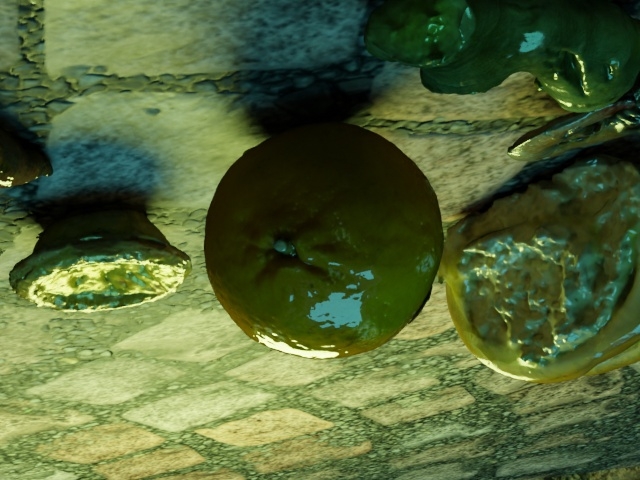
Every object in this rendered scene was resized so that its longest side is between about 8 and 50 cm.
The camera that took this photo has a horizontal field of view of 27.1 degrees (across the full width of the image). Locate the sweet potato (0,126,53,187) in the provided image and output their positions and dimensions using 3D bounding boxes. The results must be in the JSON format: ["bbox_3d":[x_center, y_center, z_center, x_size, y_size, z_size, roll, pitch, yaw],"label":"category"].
[{"bbox_3d":[-0.283,-0.075,1.096,0.068,0.068,0.226,-14,172,8],"label":"sweet potato"}]

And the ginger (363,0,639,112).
[{"bbox_3d":[0.158,-0.157,1.070,0.290,0.089,0.137,-4,146,-34],"label":"ginger"}]

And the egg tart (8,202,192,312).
[{"bbox_3d":[-0.222,0.018,1.335,0.191,0.074,0.191,-10,160,-4],"label":"egg tart"}]

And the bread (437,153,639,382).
[{"bbox_3d":[0.312,0.050,1.494,0.316,0.211,0.270,-24,156,37],"label":"bread"}]

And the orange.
[{"bbox_3d":[0.002,-0.001,1.199,0.219,0.219,0.193,-10,167,-2],"label":"orange"}]

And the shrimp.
[{"bbox_3d":[0.282,-0.123,1.217,0.251,0.052,0.143,-29,174,32],"label":"shrimp"}]
